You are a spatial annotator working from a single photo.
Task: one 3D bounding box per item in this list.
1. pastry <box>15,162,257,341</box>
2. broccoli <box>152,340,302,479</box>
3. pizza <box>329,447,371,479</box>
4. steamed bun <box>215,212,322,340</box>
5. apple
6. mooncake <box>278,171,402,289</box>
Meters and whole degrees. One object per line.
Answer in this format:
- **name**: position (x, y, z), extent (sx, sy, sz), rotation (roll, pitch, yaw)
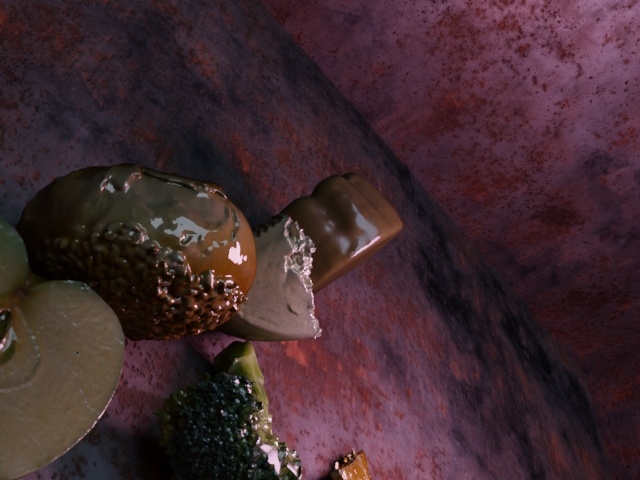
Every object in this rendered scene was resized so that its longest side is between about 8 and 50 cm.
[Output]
- **pastry**: position (-0.312, 0.035, 1.337), extent (0.409, 0.410, 0.245), rotation (31, 53, -42)
- **broccoli**: position (-0.161, 0.323, 1.432), extent (0.353, 0.275, 0.397), rotation (100, -15, -58)
- **pizza**: position (0.074, 0.548, 1.778), extent (0.188, 0.062, 0.199), rotation (63, 17, -17)
- **steamed bun**: position (-0.116, 0.112, 1.641), extent (0.272, 0.273, 0.290), rotation (59, -19, -2)
- **apple**: position (-0.465, 0.140, 1.041), extent (0.360, 0.320, 0.311), rotation (-68, 160, -53)
- **mooncake**: position (0.000, 0.000, 1.930), extent (0.200, 0.378, 0.378), rotation (55, 25, 7)
